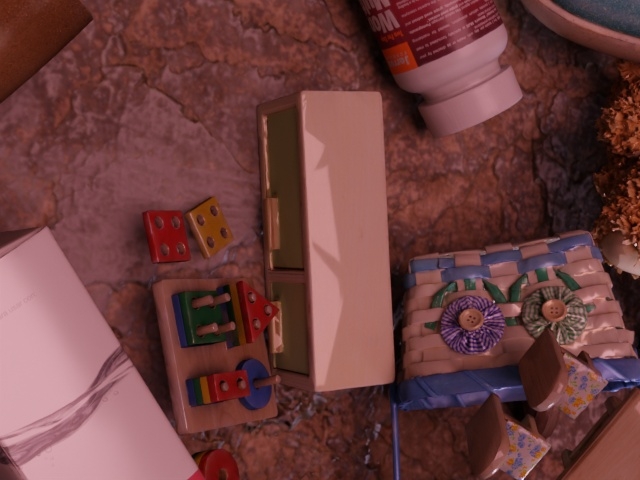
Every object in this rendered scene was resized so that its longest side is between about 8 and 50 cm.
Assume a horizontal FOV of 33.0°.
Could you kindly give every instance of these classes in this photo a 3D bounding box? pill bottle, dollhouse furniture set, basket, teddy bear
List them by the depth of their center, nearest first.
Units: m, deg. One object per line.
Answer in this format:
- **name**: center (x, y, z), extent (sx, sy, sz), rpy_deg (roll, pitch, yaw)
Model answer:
- **dollhouse furniture set**: center (0.215, 0.238, 0.879), extent (0.212, 0.161, 0.242), rpy_deg (32, 108, -9)
- **basket**: center (0.180, 0.148, 1.025), extent (0.254, 0.201, 0.289), rpy_deg (-9, 81, 3)
- **pill bottle**: center (0.110, -0.222, 1.065), extent (0.121, 0.121, 0.221), rpy_deg (-31, 103, -24)
- **teddy bear**: center (0.362, -0.061, 1.114), extent (0.245, 0.113, 0.338), rpy_deg (49, 39, -10)

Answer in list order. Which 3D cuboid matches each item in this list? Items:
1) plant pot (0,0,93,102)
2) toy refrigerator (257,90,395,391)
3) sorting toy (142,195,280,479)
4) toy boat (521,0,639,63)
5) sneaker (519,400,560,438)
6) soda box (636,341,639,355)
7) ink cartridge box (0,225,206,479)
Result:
- **plant pot**: center (-0.342, -0.145, 0.797), extent (0.237, 0.237, 0.254), rpy_deg (40, 87, -21)
- **toy refrigerator**: center (0.000, 0.000, 1.017), extent (0.094, 0.102, 0.270), rpy_deg (-4, 91, -27)
- **sorting toy**: center (-0.080, 0.087, 0.959), extent (0.132, 0.046, 0.275), rpy_deg (3, 73, -57)
- **toy boat**: center (0.340, -0.338, 1.142), extent (0.267, 0.148, 0.318), rpy_deg (21, 62, 10)
- **sneaker**: center (0.217, 0.116, 1.157), extent (0.071, 0.066, 0.188), rpy_deg (5, 82, -10)
- **soda box**: center (0.445, 0.162, 1.263), extent (0.169, 0.060, 0.053), rpy_deg (46, 66, -18)
- **ink cartridge box**: center (-0.213, 0.135, 0.847), extent (0.117, 0.207, 0.283), rpy_deg (-35, 105, -25)
